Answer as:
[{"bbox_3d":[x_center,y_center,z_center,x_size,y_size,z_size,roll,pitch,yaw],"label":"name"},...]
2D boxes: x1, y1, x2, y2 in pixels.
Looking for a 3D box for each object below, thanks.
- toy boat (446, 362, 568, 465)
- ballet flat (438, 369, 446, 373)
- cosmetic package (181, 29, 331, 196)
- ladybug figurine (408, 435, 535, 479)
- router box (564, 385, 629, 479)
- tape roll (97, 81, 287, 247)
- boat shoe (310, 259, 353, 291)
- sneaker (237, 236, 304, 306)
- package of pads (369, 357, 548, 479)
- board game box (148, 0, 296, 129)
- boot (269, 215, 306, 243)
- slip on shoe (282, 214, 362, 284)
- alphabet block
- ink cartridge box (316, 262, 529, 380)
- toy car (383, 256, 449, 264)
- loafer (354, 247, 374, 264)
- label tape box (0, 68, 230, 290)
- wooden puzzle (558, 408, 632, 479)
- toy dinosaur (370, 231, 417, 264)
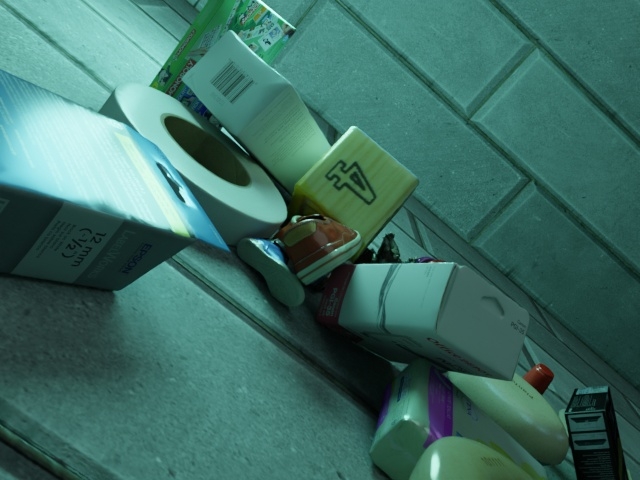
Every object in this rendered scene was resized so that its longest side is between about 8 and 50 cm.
[{"bbox_3d":[0.387,0.342,1.314,0.267,0.148,0.318,44,22,24],"label":"toy boat"},{"bbox_3d":[0.190,0.187,1.335,0.213,0.072,0.068,42,11,0],"label":"ballet flat"},{"bbox_3d":[-0.116,-0.257,1.445,0.217,0.156,0.385,46,1,24],"label":"cosmetic package"},{"bbox_3d":[0.215,0.409,0.620,0.305,0.162,0.449,21,27,-42],"label":"ladybug figurine"},{"bbox_3d":[0.589,0.452,1.355,0.309,0.081,0.243,8,72,-64],"label":"router box"},{"bbox_3d":[-0.231,-0.143,1.199,0.392,0.072,0.392,39,17,-14],"label":"tape roll"},{"bbox_3d":[0.040,0.080,1.268,0.066,0.066,0.183,54,21,10],"label":"boat shoe"},{"bbox_3d":[-0.068,0.049,1.102,0.152,0.058,0.084,41,23,20],"label":"sneaker"},{"bbox_3d":[0.216,0.333,0.959,0.296,0.101,0.229,43,17,1],"label":"package of pads"},{"bbox_3d":[-0.222,-0.397,1.433,0.213,0.317,0.046,20,25,-54],"label":"board game box"},{"bbox_3d":[-0.044,-0.012,1.279,0.059,0.085,0.158,42,14,6],"label":"boot"},{"bbox_3d":[0.000,0.000,1.145,0.101,0.123,0.331,58,9,0],"label":"slip on shoe"},{"bbox_3d":[0.065,-0.090,1.398,0.193,0.197,0.192,40,-20,7],"label":"alphabet block"},{"bbox_3d":[0.163,0.129,1.067,0.207,0.117,0.283,33,-21,-32],"label":"ink cartridge box"},{"bbox_3d":[0.217,0.096,1.370,0.159,0.136,0.182,46,-16,-23],"label":"toy car"},{"bbox_3d":[0.059,-0.015,1.539,0.220,0.078,0.080,51,18,29],"label":"loafer"},{"bbox_3d":[-0.301,-0.067,0.759,0.249,0.115,0.347,52,16,30],"label":"label tape box"},{"bbox_3d":[0.736,0.560,1.708,0.239,0.044,0.221,46,16,12],"label":"wooden puzzle"},{"bbox_3d":[0.198,0.085,1.603,0.313,0.121,0.160,41,28,-38],"label":"toy dinosaur"}]
